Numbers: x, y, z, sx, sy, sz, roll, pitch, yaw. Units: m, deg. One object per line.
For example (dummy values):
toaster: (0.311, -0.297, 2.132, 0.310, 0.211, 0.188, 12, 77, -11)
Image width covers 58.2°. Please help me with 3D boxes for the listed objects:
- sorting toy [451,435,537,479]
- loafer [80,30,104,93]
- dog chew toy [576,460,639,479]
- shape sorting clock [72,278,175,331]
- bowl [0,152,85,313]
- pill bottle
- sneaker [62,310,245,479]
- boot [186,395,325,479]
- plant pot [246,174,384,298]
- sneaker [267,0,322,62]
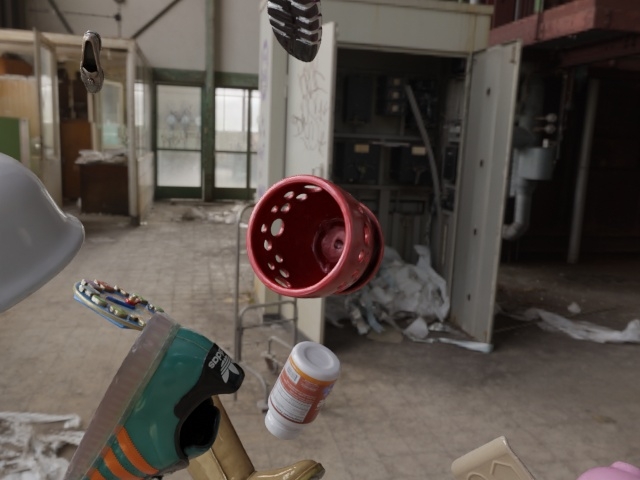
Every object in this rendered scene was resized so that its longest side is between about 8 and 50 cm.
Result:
sorting toy: (0.367, 0.495, 1.111, 0.038, 0.193, 0.208, -20, 66, -35)
loafer: (-0.452, -0.345, 1.129, 0.045, 0.125, 0.039, 7, 36, -10)
dog chew toy: (0.387, 0.475, 0.797, 0.206, 0.332, 0.206, 25, -17, 8)
shape sorting clock: (-0.354, 0.123, 1.063, 0.206, 0.040, 0.206, 24, -2, 1)
bowl: (-0.377, -0.013, 0.499, 0.297, 0.134, 0.298, -11, 26, 5)
pill bottle: (-0.047, 0.349, 1.321, 0.121, 0.216, 0.121, 22, 23, -10)
sneaker: (-0.183, 0.217, 0.613, 0.121, 0.302, 0.108, 29, 28, -5)
boot: (-0.155, 0.402, 1.103, 0.236, 0.269, 0.089, -35, -28, -6)
plant pot: (0.000, 0.000, 0.946, 0.191, 0.191, 0.174, 7, -2, 27)
sneaker: (-0.003, -0.419, 0.883, 0.106, 0.162, 0.281, 36, -21, 21)
